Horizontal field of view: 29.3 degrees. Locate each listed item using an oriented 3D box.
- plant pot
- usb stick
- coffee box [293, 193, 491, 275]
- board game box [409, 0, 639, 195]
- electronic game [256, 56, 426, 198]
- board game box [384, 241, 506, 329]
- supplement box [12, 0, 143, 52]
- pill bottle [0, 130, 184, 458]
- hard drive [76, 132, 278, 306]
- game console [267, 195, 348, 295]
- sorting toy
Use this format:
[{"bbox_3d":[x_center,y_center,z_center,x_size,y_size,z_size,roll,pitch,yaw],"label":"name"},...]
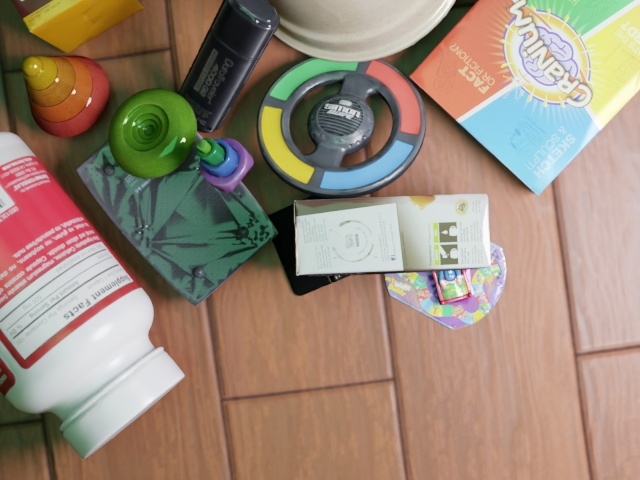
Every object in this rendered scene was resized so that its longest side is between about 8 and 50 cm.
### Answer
[{"bbox_3d":[0.006,-0.413,1.532,0.333,0.305,0.334,0,88,15],"label":"plant pot"},{"bbox_3d":[-0.126,-0.231,1.601,0.077,0.278,0.045,37,56,-2],"label":"usb stick"},{"bbox_3d":[0.089,-0.006,1.599,0.246,0.141,0.098,-2,87,-1],"label":"coffee box"},{"bbox_3d":[0.313,-0.255,1.642,0.242,0.064,0.316,43,101,2],"label":"board game box"},{"bbox_3d":[0.027,-0.158,1.649,0.229,0.048,0.229,-2,62,4],"label":"electronic game"},{"bbox_3d":[0.171,0.042,1.687,0.168,0.033,0.133,29,91,3],"label":"board game box"},{"bbox_3d":[-0.356,-0.378,1.639,0.129,0.191,0.194,-30,89,3],"label":"supplement box"},{"bbox_3d":[-0.372,0.076,1.621,0.229,0.229,0.408,-39,88,3],"label":"pill bottle"},{"bbox_3d":[-0.196,-0.054,1.697,0.172,0.054,0.255,-42,86,3],"label":"hard drive"},{"bbox_3d":[0.000,0.000,1.708,0.107,0.071,0.122,-22,89,-27],"label":"game console"},{"bbox_3d":[-0.263,-0.168,1.616,0.365,0.126,0.127,25,84,22],"label":"sorting toy"}]
